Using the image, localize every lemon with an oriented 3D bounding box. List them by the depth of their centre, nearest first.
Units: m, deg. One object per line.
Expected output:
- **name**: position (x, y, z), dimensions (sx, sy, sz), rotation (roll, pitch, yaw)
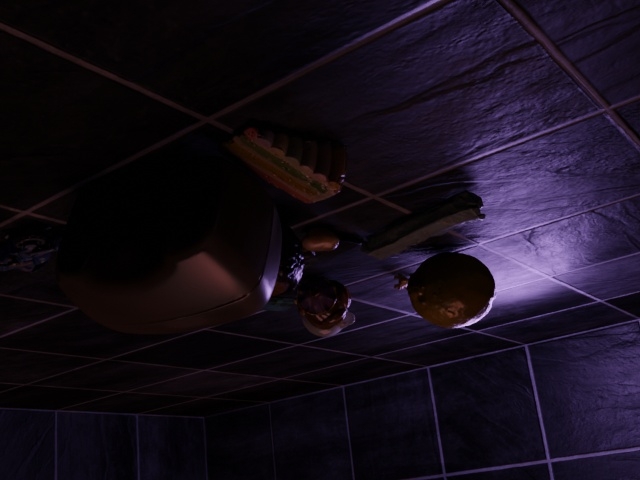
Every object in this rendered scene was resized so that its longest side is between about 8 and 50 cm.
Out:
- **lemon**: position (0.345, 0.130, 2.072), dimensions (0.260, 0.204, 0.204), rotation (5, 158, -22)

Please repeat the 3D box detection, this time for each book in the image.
- **book**: position (-0.144, 0.191, 2.355), dimensions (0.135, 0.017, 0.103), rotation (5, 158, -30)

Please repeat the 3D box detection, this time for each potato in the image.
- **potato**: position (0.000, 0.000, 1.799), dimensions (0.083, 0.062, 0.068), rotation (18, -165, 15)

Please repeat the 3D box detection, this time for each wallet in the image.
- **wallet**: position (-0.015, 0.032, 1.927), dimensions (0.232, 0.031, 0.121), rotation (-22, 157, 38)

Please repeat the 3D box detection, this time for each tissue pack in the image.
- **tissue pack**: position (-0.261, 0.028, 1.439), dimensions (0.386, 0.268, 0.277), rotation (-13, 140, 24)

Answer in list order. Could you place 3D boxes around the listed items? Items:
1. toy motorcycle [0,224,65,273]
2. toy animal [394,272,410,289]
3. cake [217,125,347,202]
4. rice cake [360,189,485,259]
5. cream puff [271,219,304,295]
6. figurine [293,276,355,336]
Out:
- **toy motorcycle**: position (-0.615, 0.023, 1.658), dimensions (0.114, 0.076, 0.205), rotation (-1, 160, -43)
- **toy animal**: position (0.253, 0.121, 2.233), dimensions (0.083, 0.061, 0.081), rotation (13, 155, -25)
- **cake**: position (-0.060, -0.131, 1.376), dimensions (0.225, 0.090, 0.109), rotation (10, 160, -35)
- **rice cake**: position (0.225, -0.029, 1.793), dimensions (0.066, 0.063, 0.336), rotation (18, 151, -37)
- **cream puff**: position (-0.152, 0.035, 1.692), dimensions (0.238, 0.165, 0.239), rotation (-3, 164, -1)
- **figurine**: position (0.009, 0.190, 2.227), dimensions (0.189, 0.142, 0.263), rotation (16, 161, 6)
